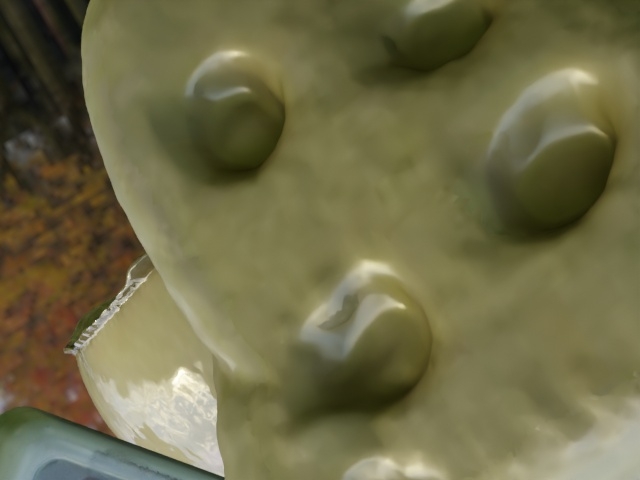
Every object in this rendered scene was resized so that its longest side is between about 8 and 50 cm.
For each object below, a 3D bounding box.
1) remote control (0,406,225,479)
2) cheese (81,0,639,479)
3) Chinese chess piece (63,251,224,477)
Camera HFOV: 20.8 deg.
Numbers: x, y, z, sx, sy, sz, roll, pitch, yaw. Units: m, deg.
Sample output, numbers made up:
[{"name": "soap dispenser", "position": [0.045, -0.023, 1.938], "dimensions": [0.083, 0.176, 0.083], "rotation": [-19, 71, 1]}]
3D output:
[{"name": "remote control", "position": [-0.057, 0.193, 0.895], "dimensions": [0.056, 0.296, 0.140], "rotation": [20, -95, 61]}, {"name": "cheese", "position": [0.080, -0.046, 0.680], "dimensions": [0.328, 0.351, 0.129], "rotation": [-31, 154, 24]}, {"name": "Chinese chess piece", "position": [0.000, 0.000, 1.046], "dimensions": [0.338, 0.140, 0.338], "rotation": [-45, -176, 4]}]
